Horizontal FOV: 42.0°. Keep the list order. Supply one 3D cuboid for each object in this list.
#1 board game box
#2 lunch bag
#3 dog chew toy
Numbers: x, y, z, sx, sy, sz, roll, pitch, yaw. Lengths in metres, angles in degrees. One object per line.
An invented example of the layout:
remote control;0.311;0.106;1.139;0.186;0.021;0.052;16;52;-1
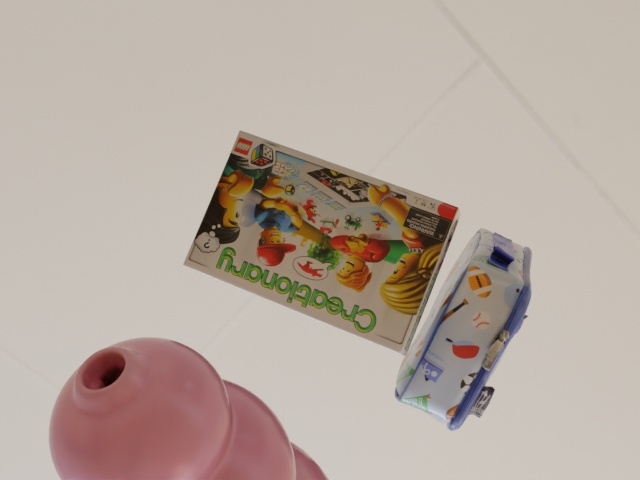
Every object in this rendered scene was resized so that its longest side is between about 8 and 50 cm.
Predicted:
board game box;0.000;0.000;1.057;0.305;0.053;0.193;20;-95;14
lunch bag;0.208;0.108;1.140;0.115;0.303;0.243;28;-73;5
dog chew toy;-0.100;0.204;0.663;0.206;0.207;0.332;-25;-50;-6
